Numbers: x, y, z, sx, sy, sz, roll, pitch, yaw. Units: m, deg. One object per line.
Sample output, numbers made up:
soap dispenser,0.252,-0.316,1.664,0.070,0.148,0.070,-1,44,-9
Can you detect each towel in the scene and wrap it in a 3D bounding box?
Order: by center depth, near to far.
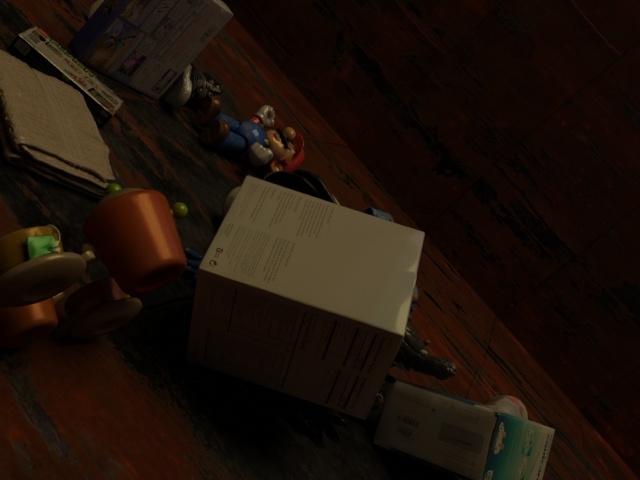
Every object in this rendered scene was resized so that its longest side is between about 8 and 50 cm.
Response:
towel,-0.428,-0.190,1.120,0.187,0.049,0.282,27,25,-53

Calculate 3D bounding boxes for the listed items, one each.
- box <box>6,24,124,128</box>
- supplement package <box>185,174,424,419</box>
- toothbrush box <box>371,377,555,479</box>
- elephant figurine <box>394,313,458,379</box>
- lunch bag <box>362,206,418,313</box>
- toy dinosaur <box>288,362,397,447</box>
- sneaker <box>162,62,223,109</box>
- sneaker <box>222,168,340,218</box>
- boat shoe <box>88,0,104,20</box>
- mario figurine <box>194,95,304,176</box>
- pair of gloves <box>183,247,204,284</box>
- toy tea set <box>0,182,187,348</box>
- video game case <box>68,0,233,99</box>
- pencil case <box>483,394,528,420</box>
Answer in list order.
box,-0.463,-0.303,1.324,0.207,0.036,0.114,42,16,-19
supplement package,-0.021,0.078,0.986,0.262,0.198,0.199,18,43,2
toothbrush box,0.267,0.355,1.306,0.216,0.126,0.295,12,-9,37
elephant figurine,0.115,0.164,1.305,0.185,0.170,0.239,2,-8,-17
lunch bag,0.187,0.070,2.006,0.293,0.138,0.221,61,16,13
toy dinosaur,-0.007,0.206,1.175,0.321,0.164,0.218,18,13,-26
sneaker,-0.311,-0.374,1.772,0.153,0.101,0.269,34,17,-31
sneaker,-0.057,-0.054,1.247,0.447,0.169,0.258,36,-25,44
boat shoe,-0.483,-0.486,1.678,0.184,0.066,0.063,52,2,24
mario figurine,-0.148,-0.270,1.803,0.320,0.170,0.198,18,76,-48
pair of gloves,-0.157,0.091,1.199,0.198,0.023,0.159,53,17,21
toy tea set,-0.286,0.018,0.719,0.124,0.200,0.336,61,24,15
video game case,-0.358,-0.452,1.534,0.061,0.269,0.244,54,16,25
pencil case,0.419,0.444,1.699,0.273,0.113,0.124,10,64,-66
